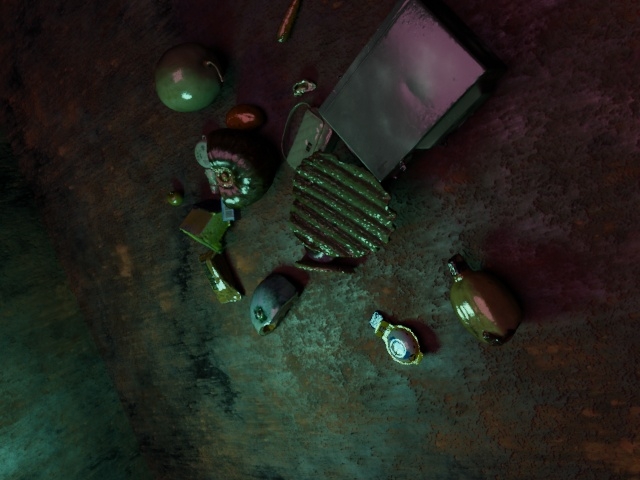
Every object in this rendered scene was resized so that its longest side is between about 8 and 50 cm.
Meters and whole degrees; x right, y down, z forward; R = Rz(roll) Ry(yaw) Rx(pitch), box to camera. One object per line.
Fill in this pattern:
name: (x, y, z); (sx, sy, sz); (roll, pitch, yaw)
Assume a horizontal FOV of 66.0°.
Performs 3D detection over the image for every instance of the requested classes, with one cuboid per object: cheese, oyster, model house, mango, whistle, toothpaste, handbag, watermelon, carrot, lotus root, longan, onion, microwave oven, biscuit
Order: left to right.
longan: (-0.683, -0.204, 2.309); (0.075, 0.075, 0.083); (12, 147, 32)
whistle: (-0.470, -0.327, 2.126); (0.126, 0.067, 0.257); (3, 112, 29)
model house: (-0.482, -0.083, 2.181); (0.194, 0.170, 0.211); (19, 74, 43)
toothpaste: (-0.383, -0.216, 2.072); (0.065, 0.050, 0.266); (-5, 91, 31)
mango: (-0.302, -0.481, 1.936); (0.165, 0.089, 0.115); (-18, 98, 36)
watermelon: (-0.237, 0.273, 2.102); (0.188, 0.175, 0.321); (41, 124, 16)
carrot: (-0.106, -0.784, 1.719); (0.047, 0.047, 0.191); (40, 124, 17)
oyster: (-0.058, -0.555, 1.785); (0.083, 0.038, 0.080); (10, 142, 3)
handbag: (-0.056, -0.372, 1.811); (0.219, 0.079, 0.256); (40, 123, 22)
biscuit: (-0.004, 0.100, 1.901); (0.290, 0.141, 0.038); (6, 93, 36)
onion: (0.007, -0.002, 1.851); (0.177, 0.154, 0.177); (55, 160, 32)
cheese: (0.277, 0.367, 1.844); (0.250, 0.064, 0.156); (40, 125, 32)
microwave oven: (0.268, -0.436, 1.455); (0.374, 0.236, 0.432); (51, 128, 10)
lotus root: (0.500, 0.183, 1.557); (0.183, 0.183, 0.310); (-42, 78, 37)

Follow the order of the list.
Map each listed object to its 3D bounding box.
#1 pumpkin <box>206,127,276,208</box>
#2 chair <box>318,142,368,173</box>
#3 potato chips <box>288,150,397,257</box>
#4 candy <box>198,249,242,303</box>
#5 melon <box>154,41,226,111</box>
pumpkin: (-0.286, -0.291, 1.935); (0.232, 0.242, 0.324); (-6, 124, 9)
chair: (0.095, -0.197, 1.713); (0.247, 0.159, 0.172); (42, 128, 18)
potato chips: (0.057, -0.102, 1.632); (0.429, 0.070, 0.358); (31, 124, 27)
candy: (-0.464, 0.169, 2.279); (0.143, 0.101, 0.271); (-18, 102, 32)
melon: (-0.516, -0.634, 1.930); (0.308, 0.272, 0.271); (-38, 83, 30)
